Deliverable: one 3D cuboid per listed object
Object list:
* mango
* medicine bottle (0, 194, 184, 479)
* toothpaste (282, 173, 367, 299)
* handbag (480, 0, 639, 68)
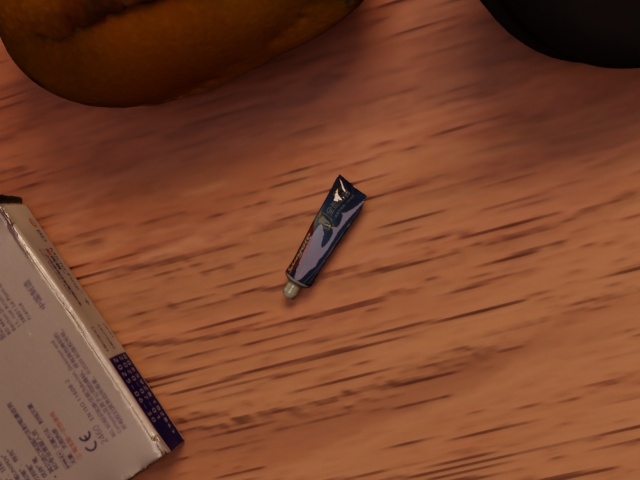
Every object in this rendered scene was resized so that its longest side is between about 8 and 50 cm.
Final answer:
[{"bbox_3d":[-0.080,-0.152,0.653,0.236,0.166,0.136,-12,96,12],"label":"mango"},{"bbox_3d":[-0.214,0.098,0.749,0.171,0.052,0.201,-36,87,11],"label":"medicine bottle"},{"bbox_3d":[0.000,0.000,0.719,0.027,0.019,0.083,36,99,31],"label":"toothpaste"},{"bbox_3d":[0.190,-0.228,0.563,0.308,0.254,0.093,-50,42,11],"label":"handbag"}]
